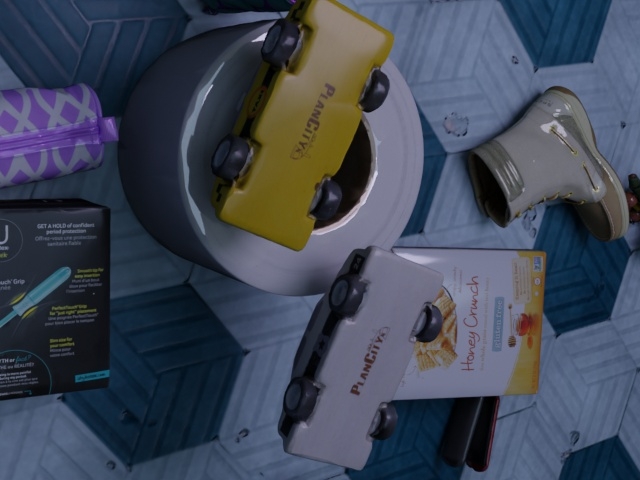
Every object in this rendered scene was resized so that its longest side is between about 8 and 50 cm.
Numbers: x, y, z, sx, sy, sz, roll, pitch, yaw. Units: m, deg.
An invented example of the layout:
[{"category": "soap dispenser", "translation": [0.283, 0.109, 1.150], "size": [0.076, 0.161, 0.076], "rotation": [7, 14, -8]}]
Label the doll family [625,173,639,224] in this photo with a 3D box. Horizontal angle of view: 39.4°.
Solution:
[{"category": "doll family", "translation": [0.464, -0.019, 1.188], "size": [0.193, 0.111, 0.076], "rotation": [57, 35, -11]}]

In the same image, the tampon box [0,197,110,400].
[{"category": "tampon box", "translation": [-0.255, 0.046, 0.781], "size": [0.121, 0.101, 0.160], "rotation": [-2, 98, -30]}]

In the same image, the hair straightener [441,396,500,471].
[{"category": "hair straightener", "translation": [0.186, 0.164, 1.086], "size": [0.089, 0.047, 0.230], "rotation": [15, 90, -31]}]

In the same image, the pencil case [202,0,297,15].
[{"category": "pencil case", "translation": [-0.056, -0.242, 0.822], "size": [0.070, 0.152, 0.064], "rotation": [4, 97, -38]}]

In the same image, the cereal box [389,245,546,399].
[{"category": "cereal box", "translation": [0.142, 0.093, 1.025], "size": [0.240, 0.047, 0.172], "rotation": [0, 94, -21]}]

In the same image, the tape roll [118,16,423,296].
[{"category": "tape roll", "translation": [-0.049, -0.080, 0.843], "size": [0.246, 0.169, 0.246], "rotation": [-5, 101, -29]}]

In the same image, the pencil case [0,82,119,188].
[{"category": "pencil case", "translation": [-0.284, -0.082, 0.753], "size": [0.206, 0.088, 0.086], "rotation": [-17, 101, -28]}]

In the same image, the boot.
[{"category": "boot", "translation": [0.277, -0.058, 1.088], "size": [0.165, 0.077, 0.213], "rotation": [-37, 109, -21]}]

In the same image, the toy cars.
[{"category": "toy cars", "translation": [0.000, 0.000, 0.740], "size": [0.177, 0.087, 0.393], "rotation": [-22, 111, -20]}]
